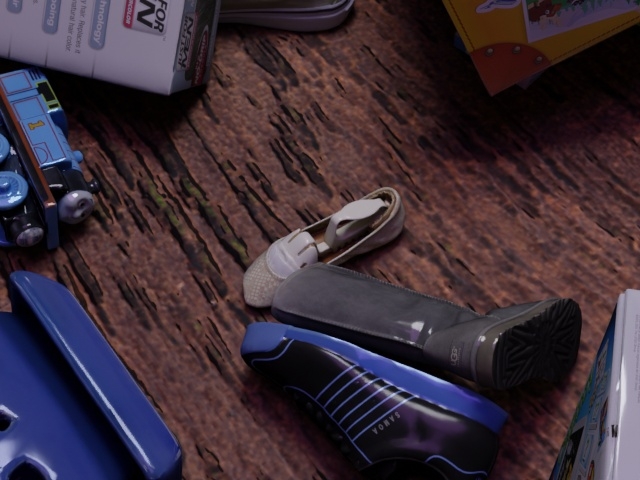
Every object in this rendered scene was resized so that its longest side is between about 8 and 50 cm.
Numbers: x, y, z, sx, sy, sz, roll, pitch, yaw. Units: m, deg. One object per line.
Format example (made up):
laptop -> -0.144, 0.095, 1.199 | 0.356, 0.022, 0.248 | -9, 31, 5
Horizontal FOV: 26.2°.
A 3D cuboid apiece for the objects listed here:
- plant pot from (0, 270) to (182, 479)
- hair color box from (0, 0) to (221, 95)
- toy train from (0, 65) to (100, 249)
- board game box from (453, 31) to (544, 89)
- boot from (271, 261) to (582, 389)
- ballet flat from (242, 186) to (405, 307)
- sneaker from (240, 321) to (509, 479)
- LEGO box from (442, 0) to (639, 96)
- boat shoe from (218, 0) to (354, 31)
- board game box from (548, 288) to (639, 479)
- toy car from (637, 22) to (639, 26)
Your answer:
plant pot -> -0.231, 0.177, 0.991 | 0.212, 0.236, 0.236 | -27, 59, -25
hair color box -> -0.282, -0.271, 1.308 | 0.375, 0.185, 0.113 | 14, 15, 12
toy train -> -0.271, -0.074, 1.253 | 0.105, 0.080, 0.184 | -20, 57, -19
board game box -> 0.195, -0.202, 1.366 | 0.090, 0.020, 0.090 | 35, 63, 23
boot -> 0.092, 0.067, 1.147 | 0.209, 0.190, 0.076 | 8, 94, 36
ballet flat -> 0.000, 0.000, 1.210 | 0.168, 0.052, 0.057 | -30, 60, -18
sneaker -> 0.029, 0.138, 1.098 | 0.232, 0.081, 0.090 | 18, 74, 22
LEGO box -> 0.299, -0.411, 1.260 | 0.500, 0.193, 0.372 | -26, 43, 10
boat shoe -> -0.115, -0.274, 1.376 | 0.302, 0.094, 0.109 | 1, 55, 2
board game box -> 0.188, 0.194, 0.920 | 0.053, 0.305, 0.193 | 10, 57, 5
toy car -> 0.384, -0.259, 1.334 | 0.182, 0.136, 0.159 | -47, 34, 1
